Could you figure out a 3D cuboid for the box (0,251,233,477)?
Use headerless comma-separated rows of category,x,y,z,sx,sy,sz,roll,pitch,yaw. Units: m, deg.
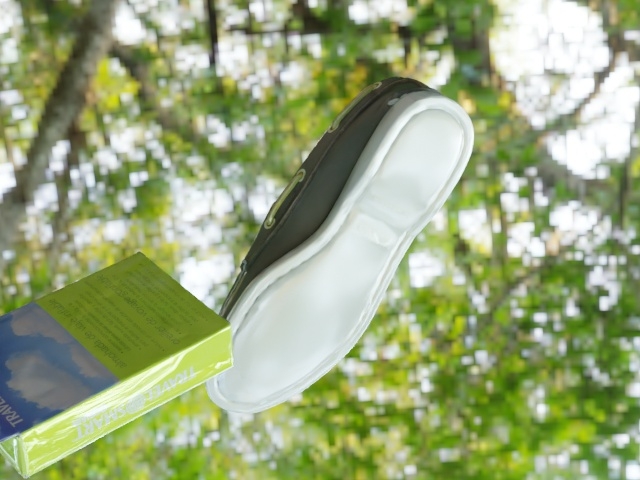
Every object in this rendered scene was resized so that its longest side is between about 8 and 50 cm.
box,-0.156,0.077,1.017,0.178,0.042,0.109,-26,-137,-31

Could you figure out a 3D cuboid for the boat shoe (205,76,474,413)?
boat shoe,0.003,0.002,1.308,0.109,0.305,0.091,33,-174,-33
